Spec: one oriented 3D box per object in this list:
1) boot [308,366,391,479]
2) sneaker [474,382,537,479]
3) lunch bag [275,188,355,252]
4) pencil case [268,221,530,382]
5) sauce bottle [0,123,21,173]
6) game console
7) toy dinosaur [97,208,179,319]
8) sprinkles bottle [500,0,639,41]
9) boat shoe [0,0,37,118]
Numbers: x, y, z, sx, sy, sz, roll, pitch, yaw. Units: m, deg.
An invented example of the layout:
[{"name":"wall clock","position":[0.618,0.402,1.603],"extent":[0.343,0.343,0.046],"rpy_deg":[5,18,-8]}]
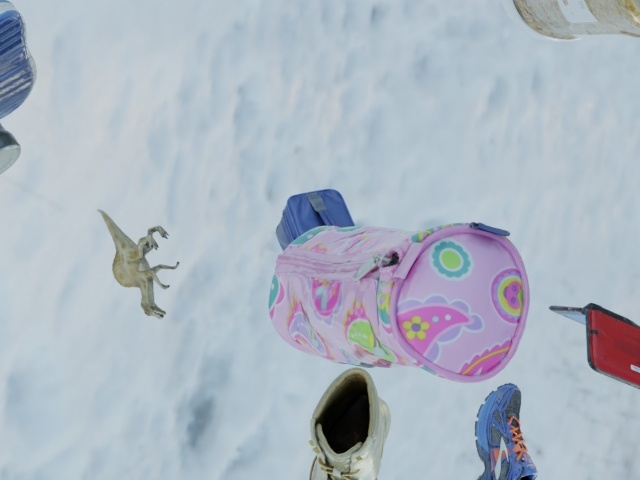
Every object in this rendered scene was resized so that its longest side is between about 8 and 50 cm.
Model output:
[{"name":"boot","position":[0.023,0.301,1.825],"extent":[0.203,0.095,0.262],"rpy_deg":[72,37,-71]},{"name":"sneaker","position":[0.277,0.317,2.076],"extent":[0.083,0.087,0.221],"rpy_deg":[13,77,-52]},{"name":"lunch bag","position":[0.000,0.000,1.446],"extent":[0.067,0.098,0.065],"rpy_deg":[-14,152,-20]},{"name":"pencil case","position":[0.053,0.042,1.125],"extent":[0.284,0.124,0.124],"rpy_deg":[179,-73,-70]},{"name":"sauce bottle","position":[-0.489,-0.222,1.754],"extent":[0.111,0.344,0.111],"rpy_deg":[-36,169,-8]},{"name":"game console","position":[0.344,0.132,1.661],"extent":[0.085,0.144,0.124],"rpy_deg":[-44,-148,46]},{"name":"toy dinosaur","position":[-0.253,0.019,1.959],"extent":[0.183,0.092,0.053],"rpy_deg":[62,24,10]},{"name":"sprinkles bottle","position":[0.267,-0.245,1.326],"extent":[0.355,0.121,0.121],"rpy_deg":[-138,-123,-79]},{"name":"boat shoe","position":[-0.305,-0.176,1.322],"extent":[0.066,0.066,0.183],"rpy_deg":[-33,164,-26]}]
